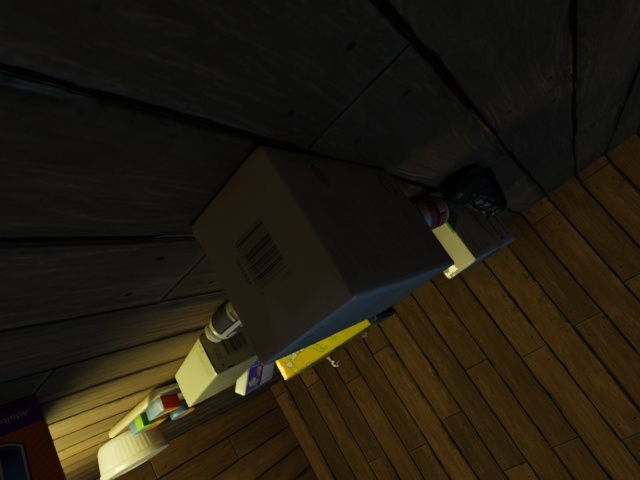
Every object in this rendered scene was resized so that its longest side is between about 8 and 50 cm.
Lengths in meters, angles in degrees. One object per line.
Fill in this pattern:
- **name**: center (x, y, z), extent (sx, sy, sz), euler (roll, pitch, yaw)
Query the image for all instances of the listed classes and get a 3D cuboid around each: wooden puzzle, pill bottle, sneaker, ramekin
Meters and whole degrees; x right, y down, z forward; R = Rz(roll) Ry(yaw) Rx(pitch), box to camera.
- **wooden puzzle**: center (-0.515, 0.576, 1.452), extent (0.322, 0.080, 0.348), euler (-43, 160, 29)
- **pill bottle**: center (-0.206, 0.179, 0.926), extent (0.120, 0.067, 0.067), euler (-41, 161, 25)
- **sneaker**: center (0.436, -0.124, 1.111), extent (0.286, 0.130, 0.109), euler (-12, 155, -46)
- **pill bottle**: center (0.244, -0.057, 1.034), extent (0.152, 0.086, 0.086), euler (-20, 159, -32)
- **ramekin**: center (-0.783, 0.866, 1.701), extent (0.273, 0.127, 0.273), euler (-30, 163, -10)

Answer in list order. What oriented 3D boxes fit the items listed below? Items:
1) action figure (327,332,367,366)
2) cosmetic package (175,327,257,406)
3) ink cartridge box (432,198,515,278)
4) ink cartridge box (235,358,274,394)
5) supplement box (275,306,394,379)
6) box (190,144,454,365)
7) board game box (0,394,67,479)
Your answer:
- **action figure**: center (0.025, 0.402, 1.860), extent (0.371, 0.248, 0.275), euler (-20, -155, 1)
- **cosmetic package**: center (-0.292, 0.351, 1.173), extent (0.160, 0.113, 0.309), euler (-17, 158, -41)
- **ink cartridge box**: center (0.436, -0.027, 1.250), extent (0.278, 0.201, 0.117), euler (-16, 157, -42)
- **ink cartridge box**: center (-0.203, 0.385, 1.380), extent (0.206, 0.045, 0.208), euler (10, 92, -71)
- **supplement box**: center (0.018, 0.249, 1.291), extent (0.357, 0.195, 0.194), euler (-38, 162, 19)
- **box**: center (0.026, 0.010, 0.622), extent (0.168, 0.215, 0.345), euler (-42, 160, 29)
- **board game box**: center (-0.647, 0.556, 0.706), extent (0.356, 0.356, 0.356), euler (-16, 156, -44)
